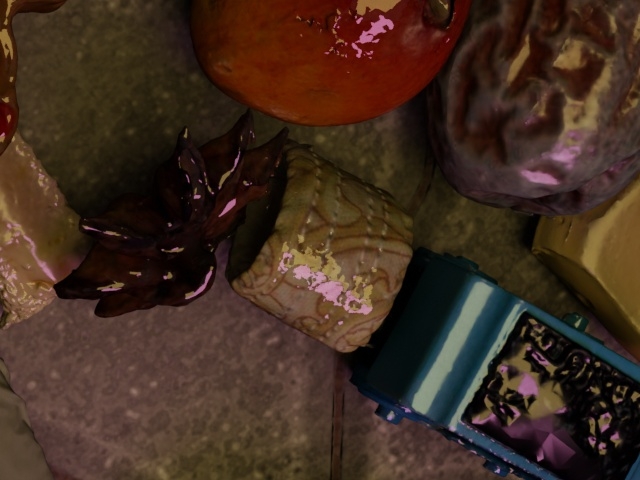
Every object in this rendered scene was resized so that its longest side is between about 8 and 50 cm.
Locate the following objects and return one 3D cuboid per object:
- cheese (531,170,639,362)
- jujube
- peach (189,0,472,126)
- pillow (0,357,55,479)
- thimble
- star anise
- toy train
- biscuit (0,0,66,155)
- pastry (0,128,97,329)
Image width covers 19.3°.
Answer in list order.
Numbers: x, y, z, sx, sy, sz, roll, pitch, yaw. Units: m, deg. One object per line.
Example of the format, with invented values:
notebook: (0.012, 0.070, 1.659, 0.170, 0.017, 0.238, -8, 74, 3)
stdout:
cheese: (0.393, -0.027, 1.958, 0.316, 0.128, 0.259, -45, 110, -10)
jujube: (0.222, -0.184, 1.793, 0.215, 0.246, 0.308, 15, 79, -42)
peach: (0.012, -0.221, 1.692, 0.281, 0.281, 0.238, -31, 111, -13)
pillow: (-0.338, 0.258, 1.672, 0.310, 0.138, 0.283, -42, 111, -50)
thimble: (0.000, 0.000, 1.796, 0.143, 0.190, 0.137, 26, 135, -18)
star anise: (-0.118, -0.006, 1.686, 0.272, 0.272, 0.102, -38, 76, -11)
toy train: (0.183, 0.136, 1.832, 0.300, 0.265, 0.188, 29, 89, -22)
biscuit: (-0.385, -0.226, 1.597, 0.359, 0.074, 0.381, -37, 92, -11)
pastry: (-0.295, -0.054, 1.707, 0.121, 0.089, 0.258, -36, 114, -25)
